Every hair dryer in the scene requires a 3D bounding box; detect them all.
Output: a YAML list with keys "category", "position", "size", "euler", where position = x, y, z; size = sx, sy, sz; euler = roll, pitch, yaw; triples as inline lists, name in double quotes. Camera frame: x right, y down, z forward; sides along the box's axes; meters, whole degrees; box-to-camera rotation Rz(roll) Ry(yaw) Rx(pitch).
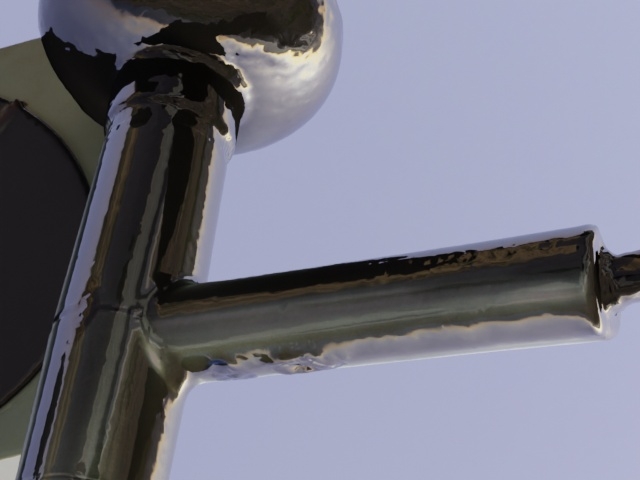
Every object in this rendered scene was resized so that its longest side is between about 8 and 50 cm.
- category: "hair dryer"
  position: [0.005, -0.003, 0.687]
  size: [0.284, 0.156, 0.320]
  euler: [-6, -127, 3]

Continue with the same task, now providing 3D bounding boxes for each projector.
- category: "projector"
  position: [-0.224, 0.028, 0.836]
  size: [0.259, 0.079, 0.257]
  euler: [-15, -120, 3]
